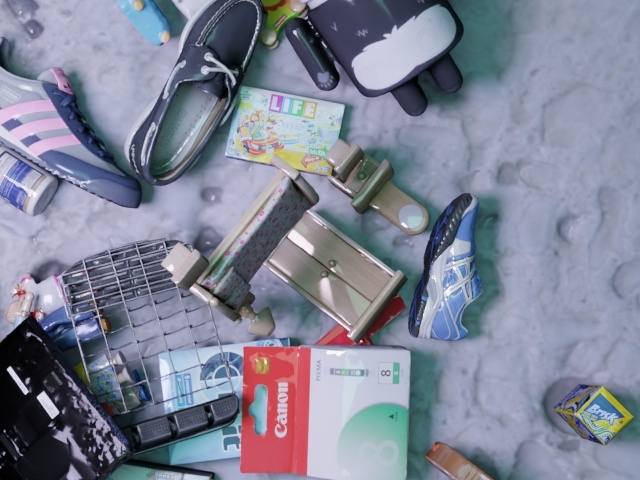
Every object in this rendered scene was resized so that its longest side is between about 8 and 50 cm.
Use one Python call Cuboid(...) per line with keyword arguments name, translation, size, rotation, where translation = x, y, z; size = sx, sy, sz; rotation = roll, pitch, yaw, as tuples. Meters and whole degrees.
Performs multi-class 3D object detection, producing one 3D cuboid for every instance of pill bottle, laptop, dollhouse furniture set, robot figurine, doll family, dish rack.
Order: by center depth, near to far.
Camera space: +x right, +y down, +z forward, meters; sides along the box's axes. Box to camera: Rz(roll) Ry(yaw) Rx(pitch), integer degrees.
Cuboid(name="dollhouse furniture set", translation=(0.000, 0.000, 1.585), size=(0.173, 0.355, 0.303), rotation=(37, 87, 15))
Cuboid(name="laptop", translation=(-0.383, 0.276, 1.662), size=(0.264, 0.136, 0.234), rotation=(-43, 74, 5))
Cuboid(name="dish rack", translation=(-0.230, 0.138, 1.664), size=(0.208, 0.074, 0.272), rotation=(-15, 84, -20))
Cuboid(name="robot figurine", translation=(0.083, -0.306, 1.698), size=(0.209, 0.173, 0.278), rotation=(-42, 103, -29))
Cuboid(name="doll family", translation=(-0.358, 0.159, 1.715), size=(0.163, 0.118, 0.263), rotation=(-25, 85, 0))
Cuboid(name="pill bottle", translation=(-0.436, -0.091, 1.762), size=(0.120, 0.067, 0.067), rotation=(32, 87, 4))

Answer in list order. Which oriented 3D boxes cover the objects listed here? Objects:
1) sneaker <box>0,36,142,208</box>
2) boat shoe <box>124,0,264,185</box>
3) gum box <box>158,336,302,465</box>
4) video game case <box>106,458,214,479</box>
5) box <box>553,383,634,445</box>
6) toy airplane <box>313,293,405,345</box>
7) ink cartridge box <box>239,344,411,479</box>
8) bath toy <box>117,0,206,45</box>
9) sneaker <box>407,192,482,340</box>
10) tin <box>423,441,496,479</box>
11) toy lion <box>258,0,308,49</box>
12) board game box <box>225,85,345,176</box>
Cuboid(name="sneaker", translation=(-0.366, -0.165, 1.744), size=(0.319, 0.112, 0.131), rotation=(32, 90, 3))
Cuboid(name="boat shoe", translation=(-0.159, -0.208, 1.723), size=(0.114, 0.091, 0.303), rotation=(23, 101, -31))
Cuboid(name="gum box", translation=(-0.124, 0.222, 1.741), size=(0.184, 0.041, 0.157), rotation=(-6, 85, 0))
Cuboid(name="video game case", translation=(-0.300, 0.424, 1.735), size=(0.274, 0.035, 0.248), rotation=(8, 86, 2))
Cuboid(name="box", translation=(0.359, 0.229, 1.661), size=(0.054, 0.169, 0.059), rotation=(-45, 85, -2))
Cuboid(name="toy airplane", translation=(0.064, 0.143, 1.748), size=(0.151, 0.028, 0.151), rotation=(0, 85, 1))
Cuboid(name="ink cartridge box", translation=(0.007, 0.232, 1.692), size=(0.224, 0.056, 0.181), rotation=(1, 92, -11))
Cuboid(name="bath toy", translation=(-0.130, -0.420, 1.755), size=(0.348, 0.129, 0.151), rotation=(-30, 123, 1))
Cuboid(name="sneaker", translation=(0.185, 0.039, 1.735), size=(0.081, 0.080, 0.211), rotation=(16, 94, -7))
Cuboid(name="tin", translation=(0.224, 0.337, 1.689), size=(0.189, 0.106, 0.040), rotation=(37, 87, 4))
Cuboid(name="toy lion", translation=(-0.073, -0.337, 1.791), size=(0.096, 0.034, 0.100), rotation=(41, 88, 11))
Cuboid(name="board game box", translation=(-0.050, -0.154, 1.775), size=(0.154, 0.026, 0.103), rotation=(10, 86, 3))
